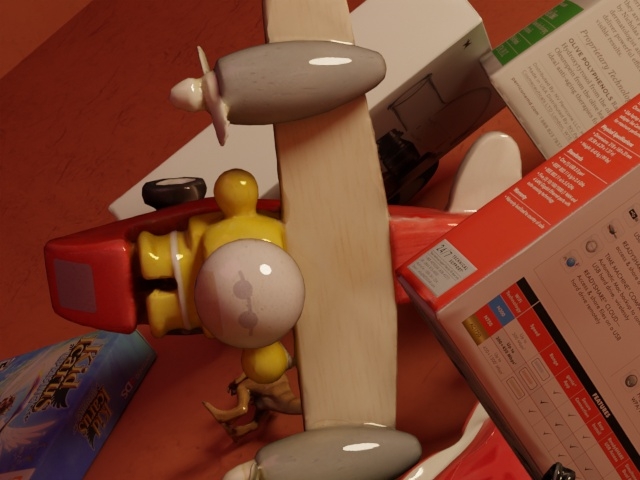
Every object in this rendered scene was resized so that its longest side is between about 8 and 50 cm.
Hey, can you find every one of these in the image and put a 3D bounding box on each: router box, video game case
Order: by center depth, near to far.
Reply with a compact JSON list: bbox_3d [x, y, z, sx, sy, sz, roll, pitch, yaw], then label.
[{"bbox_3d":[0.262,0.070,1.283,0.301,0.335,0.082,-35,24,-3],"label":"router box"},{"bbox_3d":[-0.336,0.220,2.187,0.244,0.061,0.269,-16,31,38],"label":"video game case"}]

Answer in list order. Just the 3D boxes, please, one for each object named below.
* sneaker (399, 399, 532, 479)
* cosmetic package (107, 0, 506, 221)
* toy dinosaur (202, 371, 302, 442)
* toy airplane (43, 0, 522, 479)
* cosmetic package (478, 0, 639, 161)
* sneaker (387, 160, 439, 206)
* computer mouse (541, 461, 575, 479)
[{"bbox_3d":[0.167,0.184,1.569,0.128,0.087,0.221,22,57,41],"label":"sneaker"},{"bbox_3d":[0.001,-0.087,1.918,0.377,0.097,0.284,-39,-18,2],"label":"cosmetic package"},{"bbox_3d":[-0.050,0.149,1.916,0.112,0.064,0.211,-38,24,-5],"label":"toy dinosaur"},{"bbox_3d":[-0.005,0.027,1.602,0.384,0.386,0.272,-49,-5,18],"label":"toy airplane"},{"bbox_3d":[0.334,-0.195,1.741,0.365,0.155,0.197,-36,7,6],"label":"cosmetic package"},{"bbox_3d":[0.000,0.000,2.096,0.319,0.112,0.131,-33,42,14],"label":"sneaker"},{"bbox_3d":[0.137,0.289,1.179,0.072,0.188,0.272,-5,53,-10],"label":"computer mouse"}]
